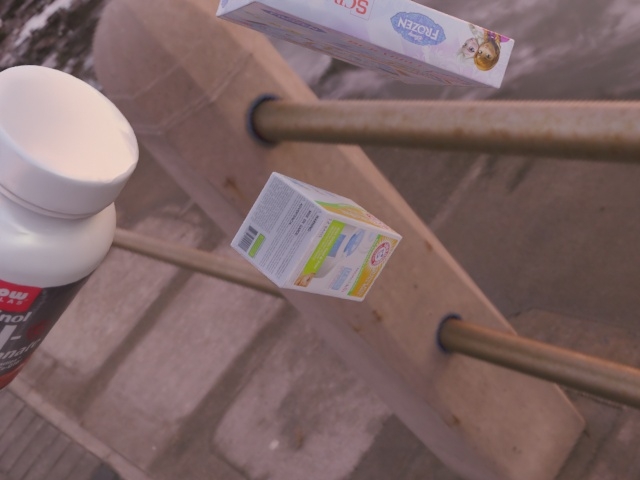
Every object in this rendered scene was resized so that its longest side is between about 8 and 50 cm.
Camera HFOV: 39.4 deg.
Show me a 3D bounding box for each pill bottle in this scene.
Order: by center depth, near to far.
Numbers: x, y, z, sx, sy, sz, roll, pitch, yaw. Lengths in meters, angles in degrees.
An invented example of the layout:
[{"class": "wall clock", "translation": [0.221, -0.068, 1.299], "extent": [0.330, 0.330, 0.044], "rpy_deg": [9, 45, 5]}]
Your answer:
[{"class": "pill bottle", "translation": [-0.293, 0.002, 0.798], "extent": [0.318, 0.176, 0.176], "rpy_deg": [-47, 26, 33]}]

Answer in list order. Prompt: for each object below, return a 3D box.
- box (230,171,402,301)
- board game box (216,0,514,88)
[{"class": "box", "translation": [0.000, 0.000, 1.174], "extent": [0.103, 0.203, 0.114], "rpy_deg": [38, 102, 31]}, {"class": "board game box", "translation": [0.042, -0.280, 1.175], "extent": [0.318, 0.318, 0.066], "rpy_deg": [-144, 70, -71]}]
